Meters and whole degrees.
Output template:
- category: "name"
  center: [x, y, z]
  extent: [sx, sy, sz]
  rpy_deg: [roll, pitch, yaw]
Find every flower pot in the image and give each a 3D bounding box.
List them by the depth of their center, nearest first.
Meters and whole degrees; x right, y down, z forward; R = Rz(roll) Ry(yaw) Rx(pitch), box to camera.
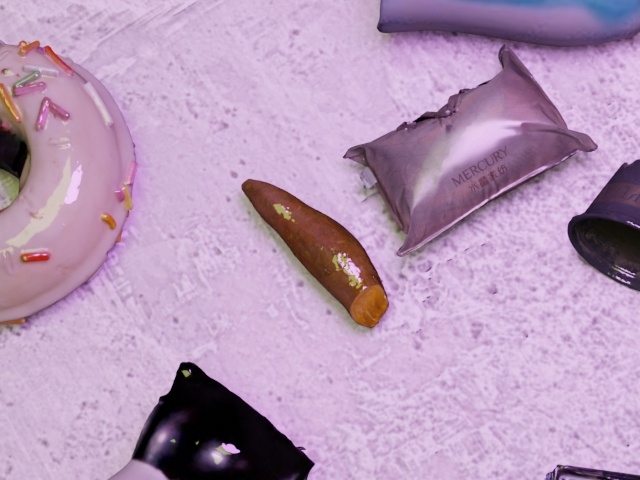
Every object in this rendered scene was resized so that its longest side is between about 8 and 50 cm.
- category: "flower pot"
  center: [0.377, -0.022, 1.746]
  extent: [0.157, 0.157, 0.106]
  rpy_deg: [25, 69, 15]

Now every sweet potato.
- category: "sweet potato"
  center: [0.000, 0.000, 1.838]
  extent: [0.077, 0.077, 0.243]
  rpy_deg: [-40, 73, -1]

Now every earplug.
- category: "earplug"
  center: [0.246, -0.312, 1.839]
  extent: [0.324, 0.185, 0.185]
  rpy_deg: [13, 79, 6]

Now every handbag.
- category: "handbag"
  center: [0.172, -0.114, 1.822]
  extent: [0.270, 0.117, 0.182]
  rpy_deg: [-31, 64, 3]

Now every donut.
- category: "donut"
  center: [-0.419, -0.085, 1.907]
  extent: [0.383, 0.142, 0.382]
  rpy_deg: [-2, 75, 9]

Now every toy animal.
- category: "toy animal"
  center: [-0.141, 0.303, 1.726]
  extent: [0.213, 0.212, 0.266]
  rpy_deg: [30, 79, 16]

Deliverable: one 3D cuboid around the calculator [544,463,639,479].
- category: "calculator"
  center: [0.378, 0.347, 1.681]
  extent: [0.274, 0.028, 0.165]
  rpy_deg: [8, 77, -2]
